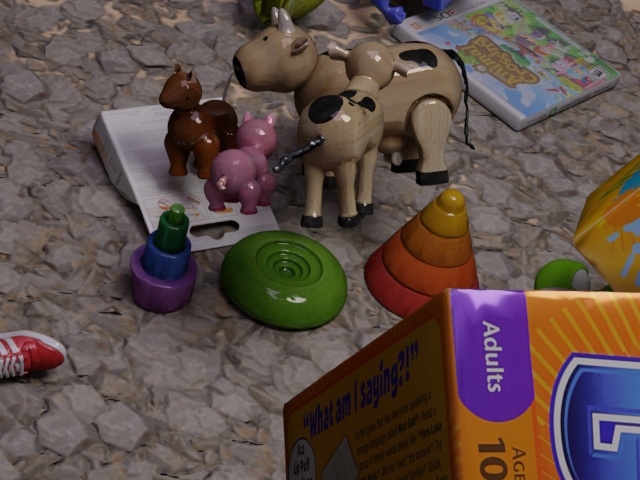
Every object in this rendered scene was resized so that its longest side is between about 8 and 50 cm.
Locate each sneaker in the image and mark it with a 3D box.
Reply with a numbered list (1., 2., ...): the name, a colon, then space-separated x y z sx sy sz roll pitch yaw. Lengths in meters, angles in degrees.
1. sneaker: -0.285 0.109 1.516 0.118 0.042 0.067 6 36 -1

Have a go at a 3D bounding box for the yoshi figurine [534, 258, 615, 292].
1. yoshi figurine: 0.254 0.137 1.573 0.203 0.203 0.362 30 36 -9

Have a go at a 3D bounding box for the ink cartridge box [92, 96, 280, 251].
1. ink cartridge box: -0.137 -0.060 1.780 0.145 0.045 0.179 -10 65 -29

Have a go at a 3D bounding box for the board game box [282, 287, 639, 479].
1. board game box: 0.198 0.248 1.177 0.356 0.356 0.356 1 74 -17

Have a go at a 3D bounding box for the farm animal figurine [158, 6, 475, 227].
1. farm animal figurine: 0.009 -0.134 1.651 0.327 0.172 0.330 -8 16 -34

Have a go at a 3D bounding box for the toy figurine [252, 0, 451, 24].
1. toy figurine: 0.104 -0.354 2.058 0.217 0.191 0.362 27 41 19

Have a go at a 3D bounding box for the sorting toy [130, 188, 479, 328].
1. sorting toy: 0.000 0.000 1.678 0.365 0.126 0.127 0 43 -20

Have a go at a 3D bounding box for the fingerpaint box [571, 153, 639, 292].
1. fingerpaint box: 0.501 0.034 1.482 0.445 0.371 0.163 48 22 -4

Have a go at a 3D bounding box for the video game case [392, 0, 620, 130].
1. video game case: 0.225 -0.225 2.093 0.193 0.023 0.212 -25 55 -39
